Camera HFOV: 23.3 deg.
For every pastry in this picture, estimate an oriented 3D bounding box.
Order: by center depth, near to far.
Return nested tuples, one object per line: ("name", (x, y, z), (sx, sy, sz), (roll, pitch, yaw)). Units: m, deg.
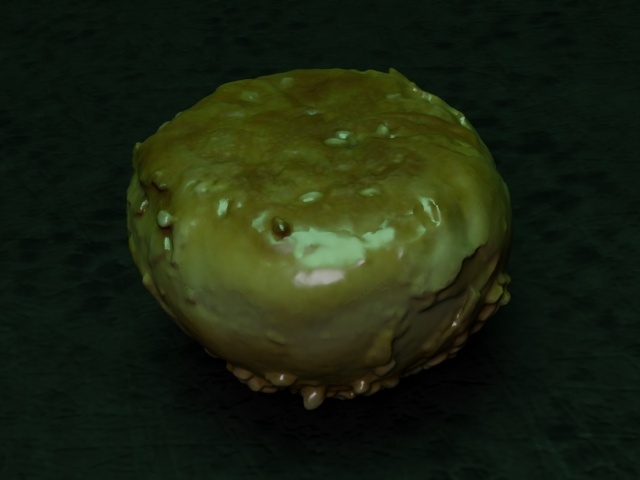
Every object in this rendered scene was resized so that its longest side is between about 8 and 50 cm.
("pastry", (0.000, 0.000, 1.152), (0.284, 0.184, 0.316), (-10, 31, -13))
